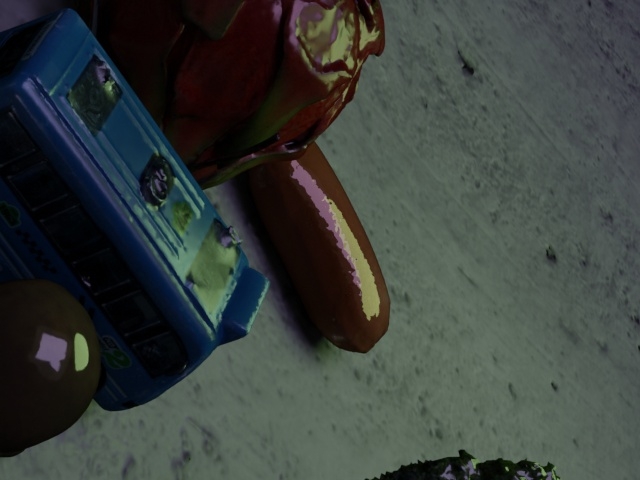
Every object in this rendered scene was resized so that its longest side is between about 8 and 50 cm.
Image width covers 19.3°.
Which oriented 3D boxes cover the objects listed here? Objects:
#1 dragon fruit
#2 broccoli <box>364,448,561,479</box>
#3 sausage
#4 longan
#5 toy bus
[{"bbox_3d":[-0.071,-0.134,1.367,0.234,0.233,0.293,28,81,-51],"label":"dragon fruit"},{"bbox_3d":[0.048,0.279,1.245,0.283,0.321,0.304,-120,-168,-71],"label":"broccoli"},{"bbox_3d":[0.000,0.000,1.508,0.194,0.077,0.077,65,29,-11],"label":"sausage"},{"bbox_3d":[-0.182,0.082,1.126,0.106,0.106,0.119,-52,160,-57],"label":"longan"},{"bbox_3d":[-0.148,-0.016,1.195,0.246,0.134,0.113,56,32,-24],"label":"toy bus"}]
